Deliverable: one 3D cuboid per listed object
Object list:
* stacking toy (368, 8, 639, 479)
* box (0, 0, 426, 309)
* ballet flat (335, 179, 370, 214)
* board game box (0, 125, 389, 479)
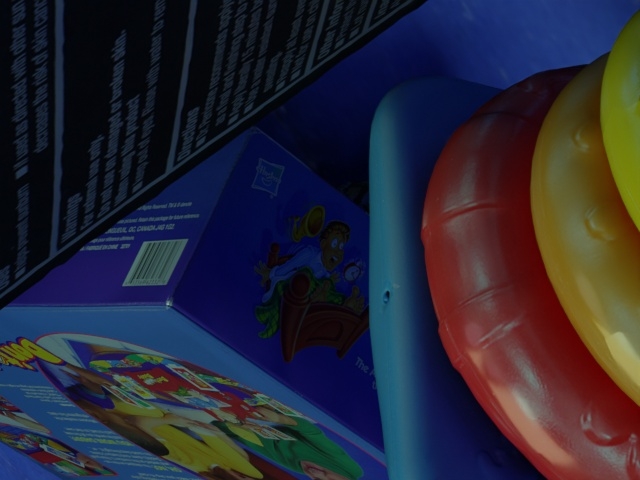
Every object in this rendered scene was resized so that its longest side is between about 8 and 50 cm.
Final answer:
[{"bbox_3d":[0.146,-0.033,0.503,0.302,0.166,0.175,128,147,-48],"label":"stacking toy"},{"bbox_3d":[-0.070,-0.152,0.506,0.183,0.294,0.296,44,154,16],"label":"box"},{"bbox_3d":[0.000,0.000,0.905,0.041,0.041,0.114,54,156,-7],"label":"ballet flat"},{"bbox_3d":[-0.064,0.055,0.887,0.233,0.078,0.347,37,157,-31],"label":"board game box"}]
